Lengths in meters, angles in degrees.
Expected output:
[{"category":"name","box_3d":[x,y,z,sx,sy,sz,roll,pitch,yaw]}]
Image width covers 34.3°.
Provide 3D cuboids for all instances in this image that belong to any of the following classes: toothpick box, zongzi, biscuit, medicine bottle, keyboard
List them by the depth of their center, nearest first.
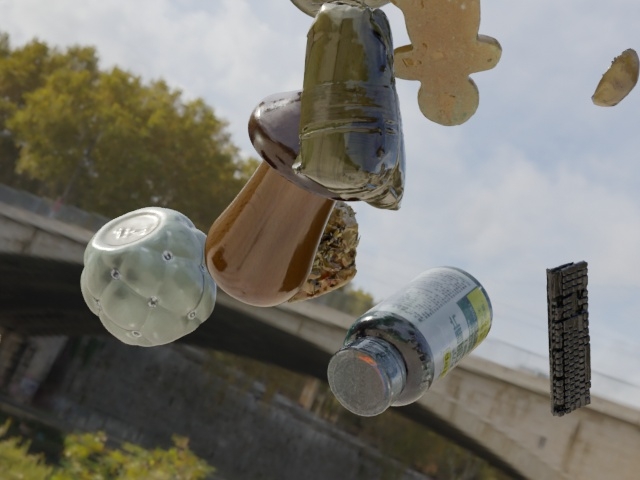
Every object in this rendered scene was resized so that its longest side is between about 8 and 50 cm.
[{"category":"zongzi","box_3d":[0.044,-0.125,0.907,0.081,0.189,0.178,2,-6,24]},{"category":"keyboard","box_3d":[0.303,0.120,1.257,0.060,0.196,0.018,-14,21,-22]},{"category":"biscuit","box_3d":[0.163,-0.255,1.374,0.153,0.030,0.234,-5,-52,12]},{"category":"toothpick box","box_3d":[-0.038,-0.059,1.375,0.192,0.192,0.294,24,-57,-8]},{"category":"medicine bottle","box_3d":[0.127,0.144,1.483,0.141,0.141,0.293,15,25,30]}]

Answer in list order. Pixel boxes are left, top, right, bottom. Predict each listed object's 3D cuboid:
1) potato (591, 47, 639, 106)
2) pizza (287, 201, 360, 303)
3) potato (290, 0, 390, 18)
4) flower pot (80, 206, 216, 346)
[{"category":"potato","box_3d":[0.402,-0.211,1.404,0.037,0.093,0.036,-13,49,-40]},{"category":"pizza","box_3d":[0.000,0.000,1.618,0.147,0.226,0.069,-4,31,-23]},{"category":"potato","box_3d":[0.056,-0.431,1.419,0.221,0.243,0.326,58,-18,1]},{"category":"flower pot","box_3d":[-0.300,0.060,1.827,0.246,0.246,0.195,10,-52,42]}]
